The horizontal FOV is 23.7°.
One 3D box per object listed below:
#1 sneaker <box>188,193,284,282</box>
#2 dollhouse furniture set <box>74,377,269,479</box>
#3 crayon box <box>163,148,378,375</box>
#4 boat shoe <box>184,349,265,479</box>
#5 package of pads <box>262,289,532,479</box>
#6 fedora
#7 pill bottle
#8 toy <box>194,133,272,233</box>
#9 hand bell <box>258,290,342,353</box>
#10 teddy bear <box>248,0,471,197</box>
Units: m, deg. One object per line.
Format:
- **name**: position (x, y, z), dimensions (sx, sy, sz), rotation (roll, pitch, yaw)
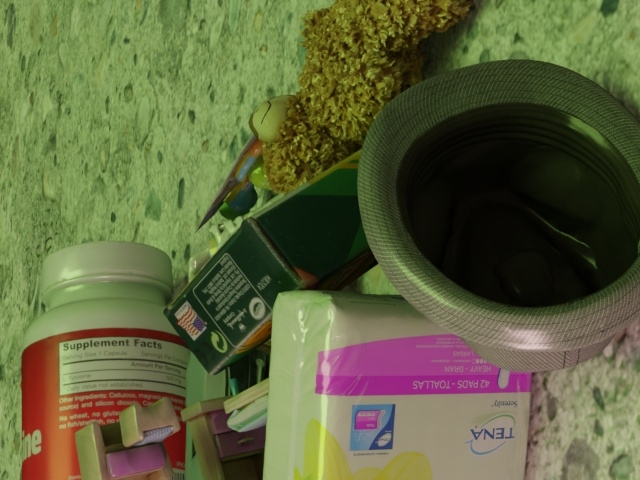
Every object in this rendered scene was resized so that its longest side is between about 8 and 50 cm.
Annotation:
- **sneaker**: position (-0.076, 0.007, 1.769), dimensions (0.229, 0.092, 0.087), rotation (-46, 43, 50)
- **dollhouse furniture set**: position (-0.029, 0.219, 1.436), dimensions (0.303, 0.286, 0.198), rotation (-33, 69, 55)
- **crayon box**: position (0.025, -0.014, 1.417), dimensions (0.081, 0.318, 0.202), rotation (52, 142, 6)
- **boat shoe**: position (-0.097, 0.260, 1.746), dimensions (0.113, 0.104, 0.306), rotation (123, 150, -49)
- **package of pads**: position (0.066, 0.193, 1.277), dimensions (0.101, 0.229, 0.297), rotation (6, 92, 53)
- **fedora**: position (0.157, -0.003, 1.207), dimensions (0.124, 0.243, 0.275), rotation (82, 163, -50)
- **pill bottle**: position (-0.269, 0.219, 1.960), dimensions (0.229, 0.229, 0.408), rotation (-39, 50, 55)
- **toy**: position (-0.054, -0.090, 1.755), dimensions (0.056, 0.137, 0.237), rotation (44, 141, 1)
- **hand bell**: position (0.000, 0.000, 1.640), dimensions (0.126, 0.126, 0.242), rotation (-24, 50, 60)
- **teddy bear**: position (0.031, -0.186, 1.531), dimensions (0.338, 0.113, 0.245), rotation (-47, 37, 37)
